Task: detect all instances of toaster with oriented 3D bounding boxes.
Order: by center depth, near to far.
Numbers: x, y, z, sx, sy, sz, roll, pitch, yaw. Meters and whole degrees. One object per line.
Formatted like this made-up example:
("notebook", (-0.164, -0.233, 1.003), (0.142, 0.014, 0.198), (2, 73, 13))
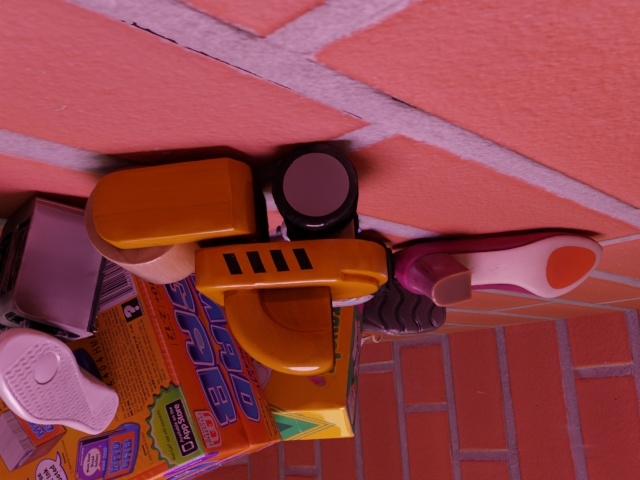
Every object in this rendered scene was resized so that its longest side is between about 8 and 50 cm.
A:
("toaster", (-0.349, 0.038, 0.897), (0.110, 0.185, 0.168), (19, 157, -35))

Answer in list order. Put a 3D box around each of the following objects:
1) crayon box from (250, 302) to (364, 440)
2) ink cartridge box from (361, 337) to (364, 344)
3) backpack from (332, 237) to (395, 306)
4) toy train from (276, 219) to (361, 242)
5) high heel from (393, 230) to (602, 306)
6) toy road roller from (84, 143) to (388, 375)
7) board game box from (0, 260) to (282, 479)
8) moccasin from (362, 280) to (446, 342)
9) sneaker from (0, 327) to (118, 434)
("crayon box", (-0.078, 0.233, 1.431), (0.314, 0.362, 0.106), (-8, 129, 13))
("ink cartridge box", (0.031, 0.260, 1.578), (0.060, 0.104, 0.180), (41, 145, -4))
("backpack", (0.027, 0.057, 1.193), (0.182, 0.115, 0.152), (-5, 170, 17))
("toy train", (0.000, 0.000, 1.023), (0.105, 0.080, 0.184), (0, 168, 12))
("high heel", (0.319, 0.026, 1.263), (0.378, 0.127, 0.181), (-5, -159, -21))
("toy road roller", (-0.088, 0.039, 0.798), (0.330, 0.240, 0.202), (-4, 167, 2))
("board game box", (-0.333, 0.244, 1.152), (0.357, 0.356, 0.356), (-26, 163, 7))
("moccasin", (0.107, 0.173, 1.659), (0.381, 0.139, 0.147), (-6, 168, 11))
("sneaker", (-0.370, 0.166, 0.859), (0.151, 0.094, 0.255), (17, 154, 18))
